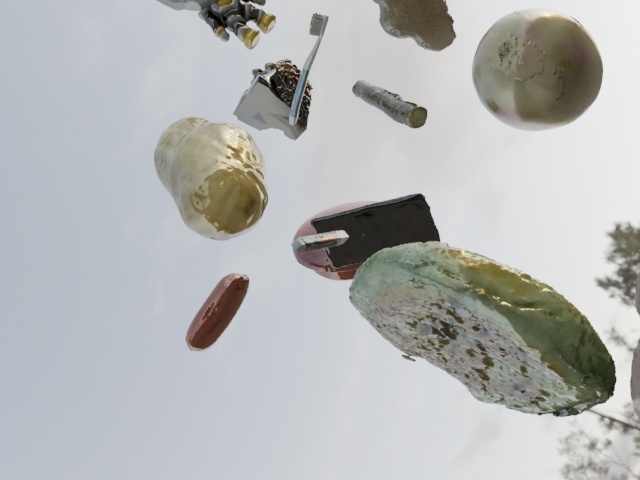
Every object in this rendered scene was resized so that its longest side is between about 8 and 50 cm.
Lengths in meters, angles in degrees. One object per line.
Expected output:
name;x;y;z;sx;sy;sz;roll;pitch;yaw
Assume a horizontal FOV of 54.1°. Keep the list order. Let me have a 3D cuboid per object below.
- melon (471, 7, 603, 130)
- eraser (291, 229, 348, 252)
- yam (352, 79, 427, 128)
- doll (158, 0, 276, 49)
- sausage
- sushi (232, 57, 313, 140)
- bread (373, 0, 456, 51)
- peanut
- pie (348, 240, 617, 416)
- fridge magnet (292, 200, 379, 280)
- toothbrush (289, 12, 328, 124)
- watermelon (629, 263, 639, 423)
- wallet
melon;0.417;-0.321;1.200;0.316;0.223;0.223;1;-74;-53
eraser;0.000;0.000;1.054;0.099;0.027;0.019;-9;-51;-26
yam;0.158;-0.333;1.496;0.061;0.274;0.061;-14;-56;-23
doll;-0.231;-0.486;1.224;0.146;0.316;0.103;-53;-10;7
sausage;-0.214;0.150;1.312;0.077;0.077;0.194;27;-82;-52
sushi;-0.100;-0.367;1.562;0.172;0.153;0.151;24;-123;-23
bread;0.221;-0.631;1.594;0.337;0.183;0.102;62;-152;-29
peanut;-0.158;-0.105;0.908;0.147;0.319;0.148;-9;-64;-19
pie;0.161;0.100;0.661;0.067;0.302;0.303;-57;-40;-20
fridge magnet;0.092;-0.004;1.919;0.363;0.363;0.155;-37;-54;-34
toothbrush;-0.029;-0.278;1.049;0.276;0.025;0.019;118;156;-62
watermelon;0.504;0.145;0.634;0.222;0.319;0.293;8;-84;-33
wallet;0.130;-0.020;1.462;0.030;0.285;0.146;-64;-44;-58
